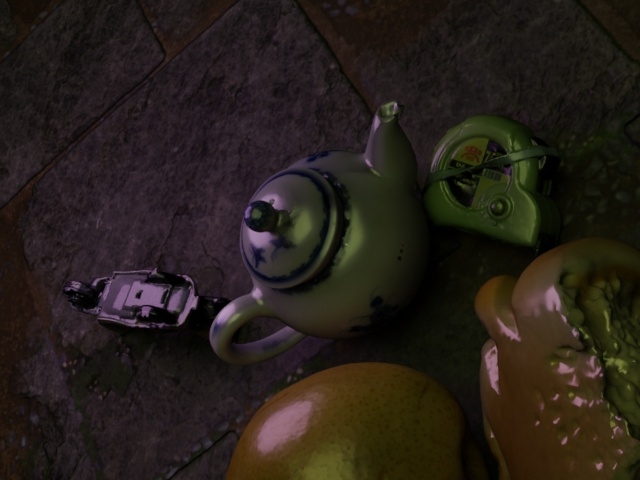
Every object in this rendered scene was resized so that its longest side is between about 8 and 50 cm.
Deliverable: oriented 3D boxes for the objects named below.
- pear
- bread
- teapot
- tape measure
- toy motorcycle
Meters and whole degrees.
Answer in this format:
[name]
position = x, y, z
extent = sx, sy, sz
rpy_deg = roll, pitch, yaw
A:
[pear]
position = 0.044, 0.295, 1.295
extent = 0.314, 0.314, 0.314
rpy_deg = -13, 64, 28
[bread]
position = 0.289, 0.214, 1.136
extent = 0.245, 0.329, 0.424
rpy_deg = -19, 73, 25
[teapot]
position = 0.000, 0.000, 1.440
extent = 0.424, 0.280, 0.252
rpy_deg = -52, 51, 15
[tape measure]
position = 0.226, -0.076, 1.446
extent = 0.200, 0.106, 0.175
rpy_deg = 14, 92, 38
[toy motorcycle]
position = -0.264, 0.100, 1.658
extent = 0.263, 0.157, 0.091
rpy_deg = 2, 69, 32
